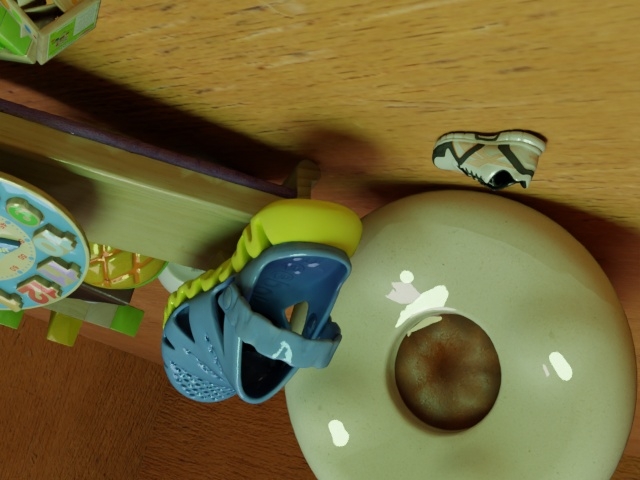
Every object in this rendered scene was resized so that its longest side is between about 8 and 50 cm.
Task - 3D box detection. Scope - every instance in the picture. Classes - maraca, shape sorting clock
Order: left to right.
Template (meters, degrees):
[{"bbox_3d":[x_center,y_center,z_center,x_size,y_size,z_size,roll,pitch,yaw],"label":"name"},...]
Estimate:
[{"bbox_3d":[-0.308,0.003,0.871,0.206,0.040,0.206,0,145,0],"label":"shape sorting clock"},{"bbox_3d":[-0.249,-0.014,1.074,0.186,0.127,0.099,30,-162,-19],"label":"maraca"}]

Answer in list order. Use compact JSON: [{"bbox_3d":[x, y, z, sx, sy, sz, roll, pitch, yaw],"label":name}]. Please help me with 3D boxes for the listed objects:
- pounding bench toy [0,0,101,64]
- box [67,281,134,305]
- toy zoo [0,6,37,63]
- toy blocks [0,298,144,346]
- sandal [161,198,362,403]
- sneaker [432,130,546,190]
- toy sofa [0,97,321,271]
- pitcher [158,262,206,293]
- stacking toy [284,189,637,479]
[{"bbox_3d":[-0.190,-0.184,0.713,0.065,0.083,0.052,50,159,-2],"label":"pounding bench toy"},{"bbox_3d":[-0.440,-0.036,1.363,0.191,0.143,0.381,3,159,41],"label":"box"},{"bbox_3d":[-0.375,-0.231,0.770,0.192,0.030,0.293,11,165,20],"label":"toy zoo"},{"bbox_3d":[-0.518,0.044,1.731,0.381,0.190,0.261,23,175,-27],"label":"toy blocks"},{"bbox_3d":[-0.068,0.090,0.917,0.126,0.138,0.317,12,146,-21],"label":"sandal"},{"bbox_3d":[0.132,-0.064,0.812,0.040,0.043,0.109,25,165,-38],"label":"sneaker"},{"bbox_3d":[-0.192,-0.064,0.964,0.363,0.177,0.150,16,143,-21],"label":"toy sofa"},{"bbox_3d":[-0.124,0.021,1.299,0.178,0.125,0.207,-5,175,1],"label":"pitcher"},{"bbox_3d":[0.211,0.139,1.109,0.351,0.350,0.480,9,180,28],"label":"stacking toy"}]
